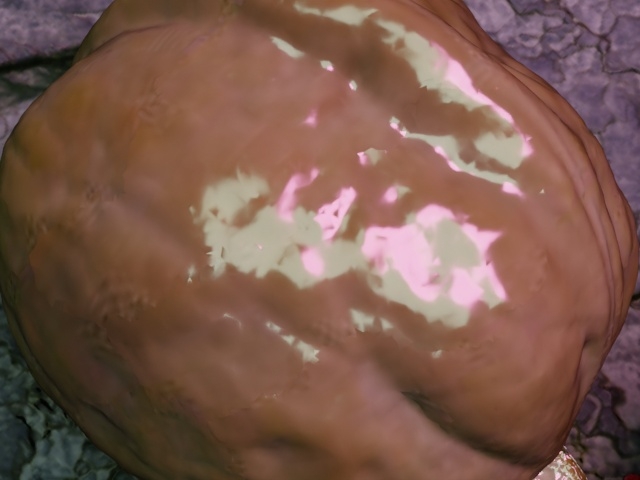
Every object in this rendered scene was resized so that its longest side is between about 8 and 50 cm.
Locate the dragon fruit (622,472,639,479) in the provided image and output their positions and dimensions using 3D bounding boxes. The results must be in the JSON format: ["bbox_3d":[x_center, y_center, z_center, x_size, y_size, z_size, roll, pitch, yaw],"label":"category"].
[{"bbox_3d":[0.291,0.207,0.738,0.244,0.244,0.299,-14,88,-3],"label":"dragon fruit"}]

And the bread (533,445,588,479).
[{"bbox_3d":[0.112,0.173,0.846,0.126,0.044,0.129,-35,84,0],"label":"bread"}]

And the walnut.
[{"bbox_3d":[0.000,0.000,0.738,0.381,0.381,0.382,0,79,-1],"label":"walnut"}]
